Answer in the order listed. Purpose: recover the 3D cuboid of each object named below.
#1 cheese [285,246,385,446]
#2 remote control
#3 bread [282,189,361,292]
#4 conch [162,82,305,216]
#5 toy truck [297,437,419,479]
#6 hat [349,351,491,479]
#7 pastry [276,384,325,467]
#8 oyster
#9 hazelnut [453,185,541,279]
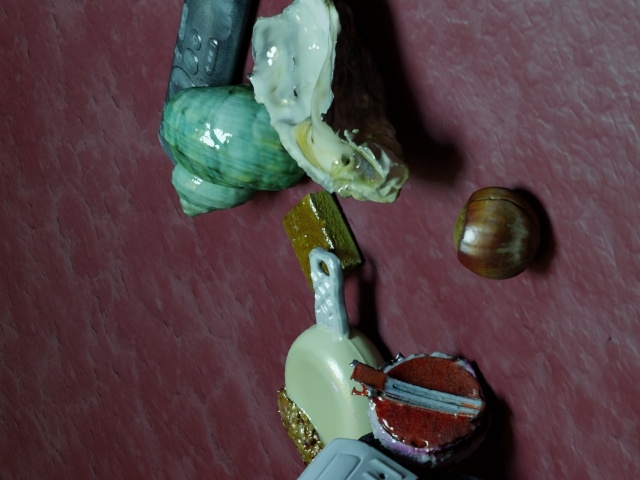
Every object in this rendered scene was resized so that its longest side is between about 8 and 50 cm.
[{"bbox_3d":[0.029,0.137,2.089,0.163,0.071,0.249,46,144,34],"label":"cheese"},{"bbox_3d":[-0.129,-0.225,2.210,0.107,0.044,0.377,58,148,32],"label":"remote control"},{"bbox_3d":[0.000,0.000,2.116,0.094,0.035,0.090,66,151,11],"label":"bread"},{"bbox_3d":[-0.101,-0.103,2.152,0.176,0.122,0.188,38,150,5],"label":"conch"},{"bbox_3d":[0.116,0.341,1.879,0.363,0.176,0.178,31,141,15],"label":"toy truck"},{"bbox_3d":[0.101,0.214,1.985,0.227,0.140,0.129,89,177,-51],"label":"hat"},{"bbox_3d":[-0.005,0.226,2.222,0.169,0.063,0.087,57,150,24],"label":"pastry"},{"bbox_3d":[0.010,-0.162,1.945,0.275,0.100,0.271,169,86,-74],"label":"oyster"},{"bbox_3d":[0.164,-0.005,1.787,0.086,0.086,0.086,37,136,47],"label":"hazelnut"}]
